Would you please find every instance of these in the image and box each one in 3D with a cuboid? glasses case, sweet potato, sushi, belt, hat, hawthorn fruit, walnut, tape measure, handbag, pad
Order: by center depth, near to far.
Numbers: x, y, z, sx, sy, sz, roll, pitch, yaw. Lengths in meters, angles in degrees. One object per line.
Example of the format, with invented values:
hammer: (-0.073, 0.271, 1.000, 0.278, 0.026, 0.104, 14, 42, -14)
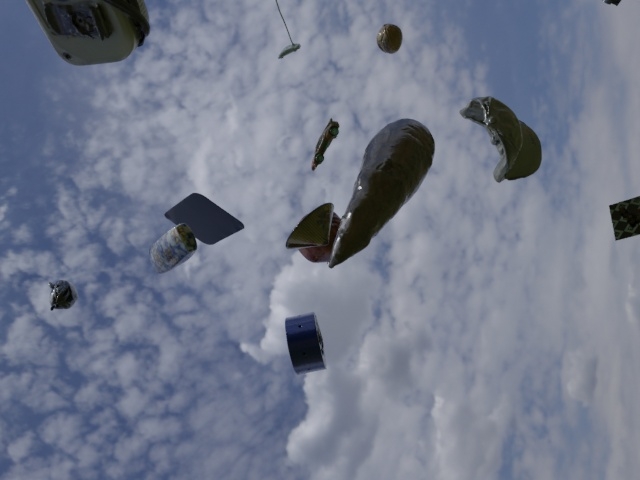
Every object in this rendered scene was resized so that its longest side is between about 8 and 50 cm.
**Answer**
sweet potato: (0.119, -0.109, 0.995, 0.130, 0.130, 0.422, 63, -143, -27)
tape measure: (-0.483, -0.499, 1.129, 0.271, 0.231, 0.133, 73, -157, -43)
handbag: (-0.576, 0.122, 1.230, 0.047, 0.111, 0.072, -29, -71, -7)
hat: (0.465, -0.267, 1.339, 0.245, 0.149, 0.214, -18, -107, -22)
glasses case: (-0.375, 0.025, 1.394, 0.065, 0.248, 0.087, -24, -90, -37)
sushi: (0.799, -0.068, 1.398, 0.026, 0.126, 0.120, -82, -31, -56)
pad: (-0.346, -0.058, 1.631, 0.181, 0.267, 0.004, 36, -121, -24)
hat: (-0.006, -0.017, 1.634, 0.082, 0.193, 0.193, 45, -136, 15)
hawthorn fruit: (0.000, 0.000, 1.854, 0.179, 0.179, 0.200, -30, -31, -44)
belt: (-0.053, 0.369, 1.982, 0.347, 0.117, 0.212, 77, 180, -77)
walnut: (0.275, -0.794, 2.182, 0.105, 0.105, 0.124, -56, -35, -32)

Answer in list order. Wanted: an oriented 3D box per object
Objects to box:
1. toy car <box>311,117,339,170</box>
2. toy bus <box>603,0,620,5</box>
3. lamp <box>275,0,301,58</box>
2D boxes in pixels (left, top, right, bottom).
toy car: (0.007, -0.211, 1.234, 0.035, 0.059, 0.122, 31, -89, -5)
toy bus: (0.646, -0.602, 1.284, 0.123, 0.060, 0.075, 15, -135, -9)
lamp: (-0.101, -0.495, 1.197, 0.050, 0.056, 0.198, -77, -30, -51)
